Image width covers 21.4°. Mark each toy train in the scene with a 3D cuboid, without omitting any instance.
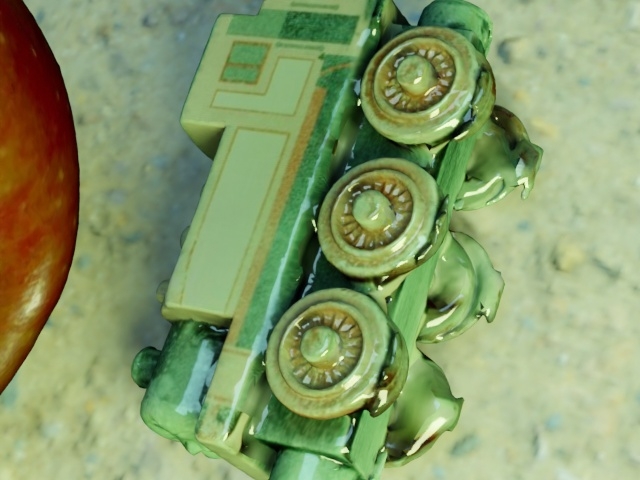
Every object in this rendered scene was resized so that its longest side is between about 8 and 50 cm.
[{"bbox_3d":[0.000,0.000,0.604,0.125,0.081,0.194,8,69,31],"label":"toy train"}]

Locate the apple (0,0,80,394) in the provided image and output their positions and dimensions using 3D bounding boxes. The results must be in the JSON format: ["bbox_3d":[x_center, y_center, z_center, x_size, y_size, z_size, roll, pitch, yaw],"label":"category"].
[{"bbox_3d":[-0.237,-0.025,0.565,0.317,0.288,0.288,25,73,39],"label":"apple"}]
